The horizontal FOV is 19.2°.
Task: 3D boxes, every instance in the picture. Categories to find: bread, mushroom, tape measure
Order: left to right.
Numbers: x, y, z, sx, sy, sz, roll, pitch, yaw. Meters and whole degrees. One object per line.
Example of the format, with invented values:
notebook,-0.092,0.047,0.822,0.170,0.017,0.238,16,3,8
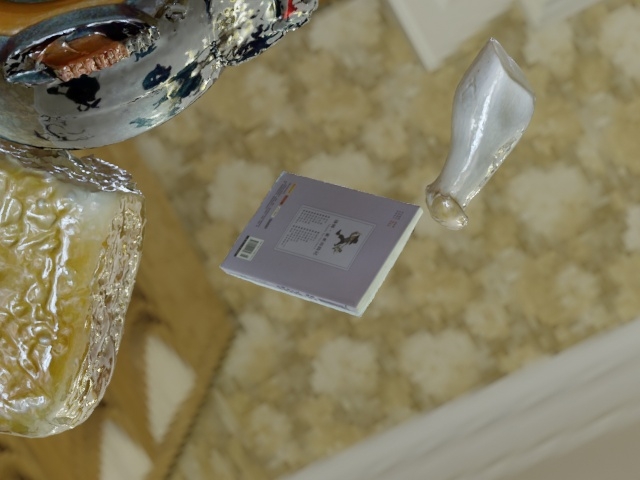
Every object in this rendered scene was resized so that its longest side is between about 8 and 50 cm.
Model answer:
bread,-0.240,0.016,1.483,0.195,0.246,0.176,17,-169,7
tape measure,-0.134,-0.157,1.071,0.223,0.135,0.202,-33,-120,-12
mushroom,0.183,-0.124,2.239,0.225,0.093,0.116,-64,157,7

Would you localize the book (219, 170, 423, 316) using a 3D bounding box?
book,0.000,0.000,1.832,0.181,0.014,0.127,16,-116,39
